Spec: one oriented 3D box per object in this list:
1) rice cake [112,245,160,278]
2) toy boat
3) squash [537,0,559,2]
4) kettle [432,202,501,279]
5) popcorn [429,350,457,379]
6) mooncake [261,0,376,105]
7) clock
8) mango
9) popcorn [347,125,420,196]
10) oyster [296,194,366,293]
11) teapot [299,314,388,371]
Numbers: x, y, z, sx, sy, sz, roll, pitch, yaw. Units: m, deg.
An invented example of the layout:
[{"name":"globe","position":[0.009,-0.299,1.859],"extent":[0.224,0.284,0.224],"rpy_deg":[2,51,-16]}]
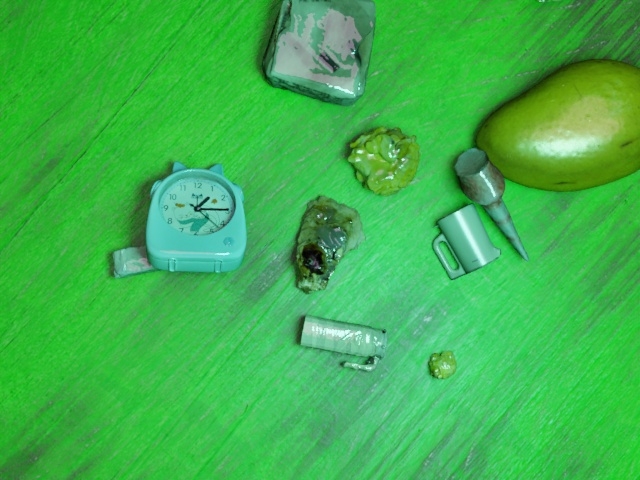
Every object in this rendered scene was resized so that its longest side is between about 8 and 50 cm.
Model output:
[{"name":"rice cake","position":[-0.383,0.039,1.840],"extent":[0.206,0.063,0.069],"rpy_deg":[-12,78,-5]},{"name":"toy boat","position":[0.415,-0.077,1.848],"extent":[0.096,0.206,0.282],"rpy_deg":[-35,109,5]},{"name":"squash","position":[0.632,-0.650,1.957],"extent":[0.224,0.094,0.094],"rpy_deg":[-28,85,0]},{"name":"kettle","position":[0.340,0.002,1.864],"extent":[0.126,0.098,0.148],"rpy_deg":[-26,89,-11]},{"name":"popcorn","position":[0.292,0.294,1.846],"extent":[0.083,0.068,0.060],"rpy_deg":[-33,113,-42]},{"name":"mooncake","position":[0.000,-0.465,1.882],"extent":[0.254,0.136,0.250],"rpy_deg":[13,84,-6]},{"name":"clock","position":[-0.282,-0.060,1.810],"extent":[0.223,0.094,0.274],"rpy_deg":[4,58,-9]},{"name":"mango","position":[0.588,-0.266,1.848],"extent":[0.444,0.220,0.302],"rpy_deg":[-9,86,-1]},{"name":"popcorn","position":[0.147,-0.193,1.865],"extent":[0.173,0.142,0.174],"rpy_deg":[0,108,1]},{"name":"oyster","position":[0.009,0.013,1.848],"extent":[0.161,0.107,0.233],"rpy_deg":[22,80,8]},{"name":"teapot","position":[0.053,0.242,1.830],"extent":[0.200,0.077,0.107],"rpy_deg":[10,86,-1]}]
